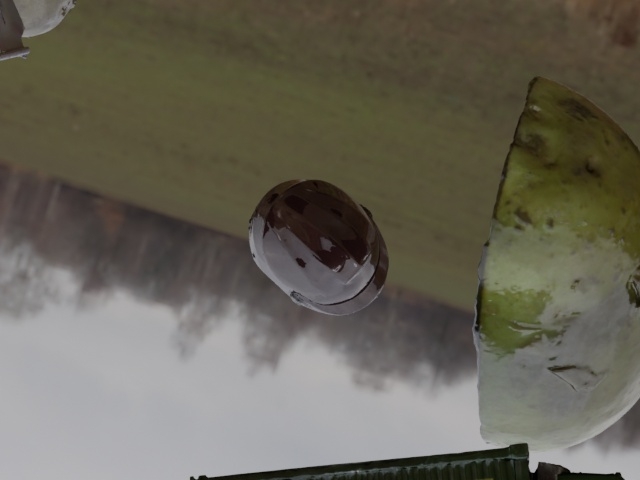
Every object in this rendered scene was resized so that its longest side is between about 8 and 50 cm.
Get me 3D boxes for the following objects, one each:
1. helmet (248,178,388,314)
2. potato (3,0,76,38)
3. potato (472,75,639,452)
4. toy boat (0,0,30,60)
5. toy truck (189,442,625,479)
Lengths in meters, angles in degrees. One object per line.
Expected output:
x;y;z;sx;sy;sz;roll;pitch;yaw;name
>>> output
0.000;0.000;1.276;0.123;0.098;0.070;36;167;7;helmet
-0.369;-0.321;1.775;0.262;0.165;0.165;22;-178;38;potato
0.168;0.036;1.001;0.111;0.160;0.271;11;136;15;potato
-0.281;-0.173;1.141;0.072;0.219;0.318;-12;-149;16;toy boat
0.063;0.187;0.882;0.259;0.121;0.088;-6;152;4;toy truck
